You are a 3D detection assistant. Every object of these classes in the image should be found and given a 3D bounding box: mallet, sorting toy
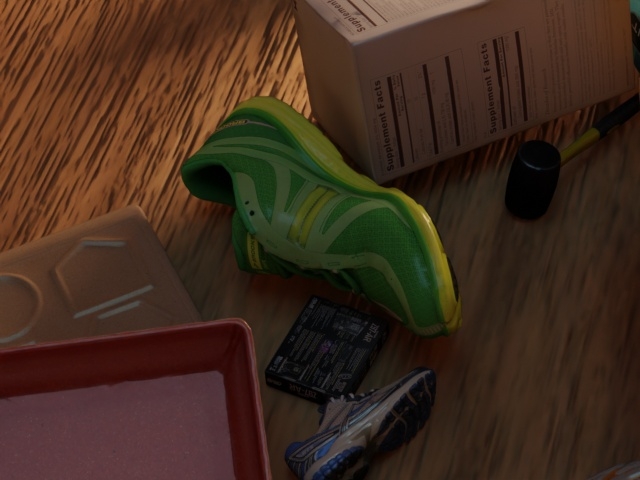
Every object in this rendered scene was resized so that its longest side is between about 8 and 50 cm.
[{"bbox_3d":[0.219,-0.077,1.530,0.039,0.062,0.189,38,46,24],"label":"mallet"},{"bbox_3d":[-0.194,0.070,1.425,0.193,0.038,0.208,-21,46,-14],"label":"sorting toy"}]

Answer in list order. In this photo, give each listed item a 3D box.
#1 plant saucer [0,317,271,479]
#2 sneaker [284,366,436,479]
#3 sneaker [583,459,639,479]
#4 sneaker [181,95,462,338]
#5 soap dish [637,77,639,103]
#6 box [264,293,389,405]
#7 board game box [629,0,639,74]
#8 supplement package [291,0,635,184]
[{"bbox_3d":[-0.160,0.193,1.272,0.258,0.048,0.259,-7,63,-3],"label":"plant saucer"},{"bbox_3d":[0.028,0.129,1.345,0.135,0.052,0.058,-37,52,-26],"label":"sneaker"},{"bbox_3d":[0.225,0.218,1.225,0.084,0.083,0.215,-26,26,-5],"label":"sneaker"},{"bbox_3d":[0.000,0.000,1.435,0.123,0.109,0.295,-36,48,-18],"label":"sneaker"},{"bbox_3d":[0.348,0.022,1.306,0.229,0.118,0.291,-4,79,1],"label":"soap dish"},{"bbox_3d":[0.005,0.084,1.406,0.067,0.018,0.083,18,52,18],"label":"box"},{"bbox_3d":[0.401,-0.157,1.542,0.253,0.079,0.336,-10,49,-13],"label":"board game box"},{"bbox_3d":[0.117,-0.167,1.528,0.244,0.134,0.139,-20,35,-13],"label":"supplement package"}]
